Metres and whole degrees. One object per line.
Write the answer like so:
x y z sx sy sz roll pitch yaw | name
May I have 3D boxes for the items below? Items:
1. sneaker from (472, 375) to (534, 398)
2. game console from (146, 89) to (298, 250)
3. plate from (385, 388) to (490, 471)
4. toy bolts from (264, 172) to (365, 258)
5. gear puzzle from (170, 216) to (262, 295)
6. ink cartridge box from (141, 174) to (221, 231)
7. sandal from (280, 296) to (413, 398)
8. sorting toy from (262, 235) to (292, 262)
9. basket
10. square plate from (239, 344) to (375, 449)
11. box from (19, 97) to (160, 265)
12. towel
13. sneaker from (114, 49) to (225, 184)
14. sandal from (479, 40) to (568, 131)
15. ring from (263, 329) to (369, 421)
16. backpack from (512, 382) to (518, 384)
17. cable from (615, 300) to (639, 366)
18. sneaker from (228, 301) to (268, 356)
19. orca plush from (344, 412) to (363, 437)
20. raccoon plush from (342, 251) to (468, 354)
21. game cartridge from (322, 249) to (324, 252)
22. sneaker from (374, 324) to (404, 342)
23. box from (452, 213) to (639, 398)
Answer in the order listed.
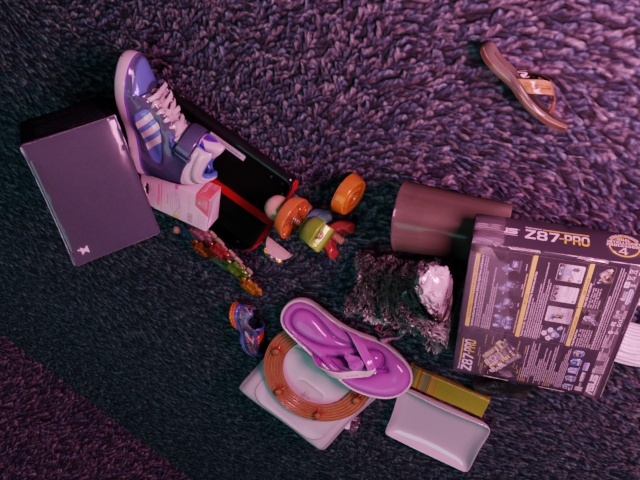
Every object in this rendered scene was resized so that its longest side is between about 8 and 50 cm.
0.476 0.357 1.793 0.170 0.051 0.089 9 134 21 | sneaker
-0.271 -0.163 1.787 0.386 0.060 0.342 35 135 -2 | game console
0.345 0.555 2.075 0.278 0.045 0.277 23 138 14 | plate
-0.009 -0.077 1.635 0.158 0.218 0.228 35 175 20 | toy bolts
-0.287 0.057 1.966 0.175 0.044 0.339 6 144 50 | gear puzzle
-0.359 -0.118 1.786 0.198 0.067 0.115 24 135 8 | ink cartridge box
0.058 0.316 1.937 0.416 0.102 0.169 31 103 6 | sandal
-0.128 0.037 1.896 0.083 0.045 0.075 38 159 -4 | sorting toy
0.277 -0.032 1.460 0.226 0.154 0.204 11 179 16 | basket
-0.039 0.464 2.149 0.344 0.049 0.347 38 119 -1 | square plate
-0.567 -0.158 1.685 0.395 0.212 0.294 36 145 62 | box
0.353 0.420 1.960 0.237 0.021 0.102 22 142 14 | towel
-0.328 -0.274 1.609 0.236 0.130 0.323 10 128 12 | sneaker
0.370 -0.278 1.233 0.219 0.090 0.060 47 117 -4 | sandal
-0.009 0.397 2.062 0.336 0.032 0.337 5 112 13 | ring
0.457 0.282 1.699 0.101 0.098 0.120 20 151 48 | backpack
0.659 0.156 1.444 0.257 0.089 0.257 2 129 33 | cable
-0.207 0.282 2.153 0.087 0.083 0.221 -4 131 26 | sneaker
0.002 0.531 2.278 0.287 0.102 0.151 12 91 11 | orca plush
0.169 0.081 1.558 0.299 0.216 0.446 16 158 21 | raccoon plush
0.000 0.000 1.786 0.083 0.017 0.056 30 143 5 | game cartridge
0.191 0.236 1.872 0.119 0.047 0.057 -30 98 45 | sneaker
0.441 0.141 1.396 0.318 0.097 0.395 7 133 11 | box
